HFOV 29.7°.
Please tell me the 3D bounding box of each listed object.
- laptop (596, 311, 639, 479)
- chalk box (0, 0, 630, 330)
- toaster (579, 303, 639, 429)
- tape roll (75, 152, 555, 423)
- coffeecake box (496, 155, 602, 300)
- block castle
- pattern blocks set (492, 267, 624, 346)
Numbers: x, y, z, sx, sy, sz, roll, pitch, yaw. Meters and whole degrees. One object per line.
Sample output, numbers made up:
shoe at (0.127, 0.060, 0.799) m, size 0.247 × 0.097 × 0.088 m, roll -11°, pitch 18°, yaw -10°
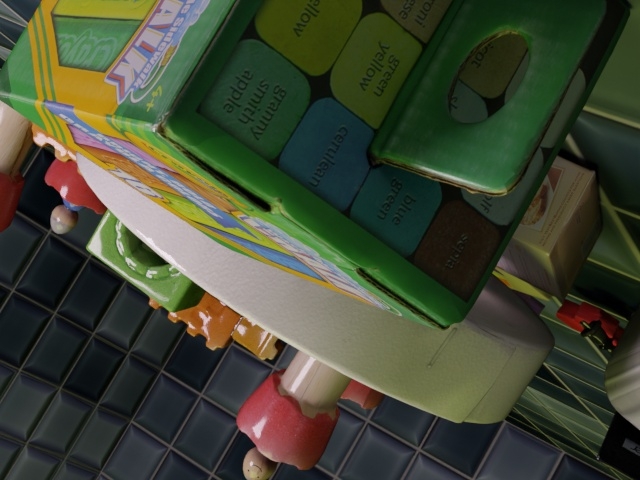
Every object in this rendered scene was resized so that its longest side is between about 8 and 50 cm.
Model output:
laptop at (0.341, 0.166, 0.972) m, size 0.234 × 0.136 × 0.264 m, roll 30°, pitch 178°, yaw 7°
chalk box at (0.002, -0.087, 0.562) m, size 0.179 × 0.180 × 0.289 m, roll 35°, pitch 170°, yaw -31°
toaster at (0.293, 0.092, 0.813) m, size 0.227 × 0.129 × 0.146 m, roll 31°, pitch 169°, yaw 8°
tape roll at (0.000, 0.000, 0.921) m, size 0.392 × 0.072 × 0.392 m, roll 32°, pitch -170°, yaw -6°
coffeecake box at (0.105, -0.039, 0.879) m, size 0.185 × 0.068 × 0.142 m, roll 27°, pitch 174°, yaw 20°
block castle at (-0.130, 0.021, 1.199) m, size 0.453 × 0.213 × 0.303 m, roll 35°, pitch -164°, yaw 11°
pattern blocks set at (0.133, -0.005, 1.141) m, size 0.325 × 0.026 × 0.285 m, roll 37°, pitch 172°, yaw -38°
